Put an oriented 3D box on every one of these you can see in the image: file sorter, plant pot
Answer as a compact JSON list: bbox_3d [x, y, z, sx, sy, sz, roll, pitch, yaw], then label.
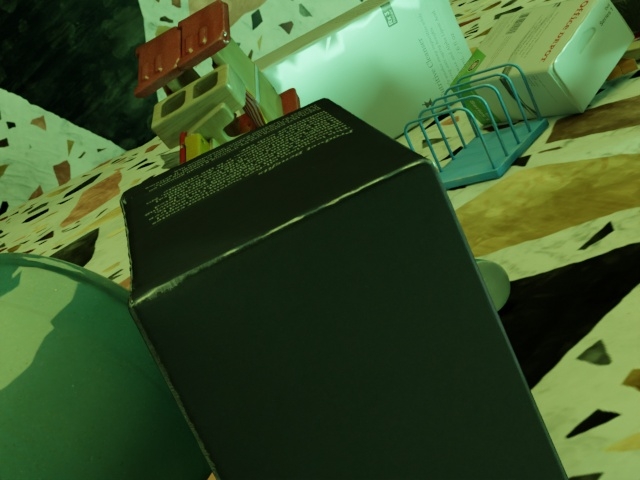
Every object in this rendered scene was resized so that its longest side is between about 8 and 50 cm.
[{"bbox_3d":[0.208,-0.155,1.600,0.118,0.105,0.170,-11,20,40],"label":"file sorter"},{"bbox_3d":[-0.240,0.195,0.925,0.271,0.272,0.255,-13,36,39],"label":"plant pot"}]

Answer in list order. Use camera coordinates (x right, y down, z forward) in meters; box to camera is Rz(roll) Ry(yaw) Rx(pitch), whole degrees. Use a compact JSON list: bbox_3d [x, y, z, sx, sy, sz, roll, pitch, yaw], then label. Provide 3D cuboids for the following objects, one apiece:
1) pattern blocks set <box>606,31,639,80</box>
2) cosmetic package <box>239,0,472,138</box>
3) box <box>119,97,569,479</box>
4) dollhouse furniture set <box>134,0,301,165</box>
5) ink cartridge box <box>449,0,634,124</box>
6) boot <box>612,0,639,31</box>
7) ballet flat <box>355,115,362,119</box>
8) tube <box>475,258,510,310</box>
[{"bbox_3d":[0.487,-0.298,1.773,0.285,0.026,0.324,-35,18,-31],"label":"pattern blocks set"},{"bbox_3d":[0.058,-0.267,1.997,0.385,0.217,0.156,-35,18,-25],"label":"cosmetic package"},{"bbox_3d":[0.016,0.089,0.758,0.182,0.296,0.294,-26,16,-3],"label":"box"},{"bbox_3d":[-0.132,-0.127,1.566,0.152,0.201,0.374,-28,37,17],"label":"dollhouse furniture set"},{"bbox_3d":[0.317,-0.258,1.715,0.160,0.092,0.219,-53,26,-19],"label":"ink cartridge box"},{"bbox_3d":[0.551,-0.370,1.749,0.208,0.076,0.189,-20,17,-6],"label":"boot"},{"bbox_3d":[-0.099,-0.050,1.756,0.408,0.147,0.147,-22,16,25],"label":"ballet flat"},{"bbox_3d":[0.128,0.040,1.214,0.080,0.052,0.207,-19,7,-14],"label":"tube"}]
